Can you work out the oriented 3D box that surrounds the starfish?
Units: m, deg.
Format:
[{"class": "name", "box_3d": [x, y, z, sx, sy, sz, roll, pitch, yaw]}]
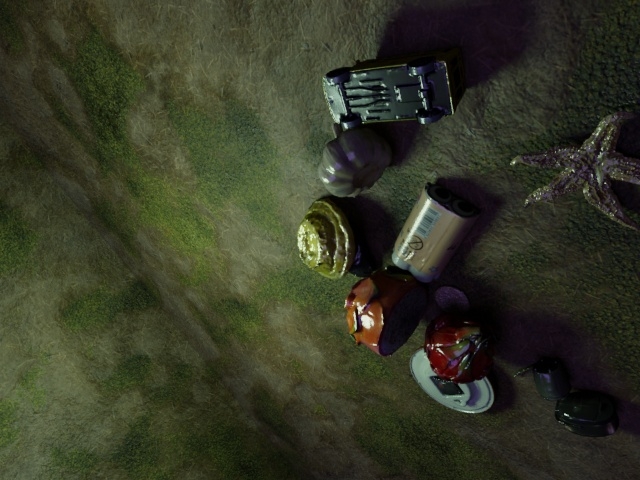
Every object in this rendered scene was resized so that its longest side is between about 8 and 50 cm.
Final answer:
[{"class": "starfish", "box_3d": [0.592, -0.147, 1.106, 0.302, 0.060, 0.299, -1, 128, 35]}]

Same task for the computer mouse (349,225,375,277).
[{"class": "computer mouse", "box_3d": [0.109, 0.046, 1.679, 0.121, 0.073, 0.217, -7, 115, 42]}]

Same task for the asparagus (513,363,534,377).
[{"class": "asparagus", "box_3d": [0.648, 0.409, 1.559, 0.014, 0.015, 0.114, 41, 139, 3]}]

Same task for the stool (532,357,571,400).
[{"class": "stool", "box_3d": [0.685, 0.411, 1.471, 0.096, 0.096, 0.110, -11, 110, 45]}]

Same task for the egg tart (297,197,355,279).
[{"class": "egg tart", "box_3d": [0.000, 0.000, 1.638, 0.290, 0.115, 0.291, 27, 122, 53]}]

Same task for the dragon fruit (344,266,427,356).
[{"class": "dragon fruit", "box_3d": [0.196, 0.226, 1.600, 0.189, 0.290, 0.291, 25, 137, 35]}]

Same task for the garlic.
[{"class": "garlic", "box_3d": [0.076, -0.247, 1.401, 0.212, 0.218, 0.219, 61, 148, 29]}]

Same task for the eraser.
[{"class": "eraser", "box_3d": [0.319, -0.014, 1.438, 0.171, 0.087, 0.291, 35, 138, 15]}]

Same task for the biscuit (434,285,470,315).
[{"class": "biscuit", "box_3d": [0.420, 0.192, 1.575, 0.120, 0.015, 0.120, 22, 134, 25]}]

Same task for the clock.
[{"class": "clock", "box_3d": [0.460, 0.493, 1.744, 0.318, 0.080, 0.319, 23, 134, 25]}]

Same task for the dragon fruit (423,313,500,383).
[{"class": "dragon fruit", "box_3d": [0.426, 0.315, 1.505, 0.233, 0.234, 0.293, 29, 155, 19]}]

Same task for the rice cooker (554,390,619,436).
[{"class": "rice cooker", "box_3d": [0.783, 0.512, 1.455, 0.165, 0.112, 0.106, -18, 116, 47]}]

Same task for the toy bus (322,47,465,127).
[{"class": "toy bus", "box_3d": [0.175, -0.374, 1.209, 0.330, 0.151, 0.145, 7, 133, 35]}]
